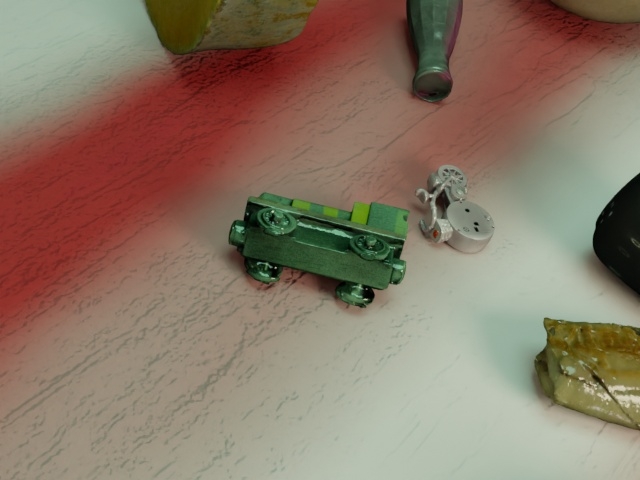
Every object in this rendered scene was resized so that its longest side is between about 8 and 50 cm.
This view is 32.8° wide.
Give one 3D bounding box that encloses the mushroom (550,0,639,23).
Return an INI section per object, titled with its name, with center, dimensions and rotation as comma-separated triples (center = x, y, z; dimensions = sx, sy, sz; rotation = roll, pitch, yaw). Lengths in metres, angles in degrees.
[mushroom]
center = 0.488, -0.525, 1.774
dimensions = 0.362, 0.295, 0.362
rotation = 8, 42, -8

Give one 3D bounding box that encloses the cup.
[cup]
center = 0.448, 0.003, 1.328
dimensions = 0.176, 0.169, 0.223
rotation = 48, 20, 24

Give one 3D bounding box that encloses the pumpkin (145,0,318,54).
[pumpkin]
center = -0.101, -0.413, 1.447
dimensions = 0.199, 0.332, 0.332
rotation = -5, 47, -26

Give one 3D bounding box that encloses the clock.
[clock]
center = 0.162, -0.042, 1.353
dimensions = 0.087, 0.041, 0.129
rotation = 1, 50, -22

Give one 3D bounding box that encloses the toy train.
[toy train]
center = 0.000, -0.001, 1.236
dimensions = 0.200, 0.083, 0.132
rotation = 16, 32, -1

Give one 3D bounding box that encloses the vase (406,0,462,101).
[vase]
center = 0.165, -0.292, 1.590
dimensions = 0.086, 0.086, 0.214
rotation = 12, 47, -6

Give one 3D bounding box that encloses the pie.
[pie]
center = 0.372, 0.156, 1.194
dimensions = 0.282, 0.068, 0.129
rotation = 11, 44, -8
